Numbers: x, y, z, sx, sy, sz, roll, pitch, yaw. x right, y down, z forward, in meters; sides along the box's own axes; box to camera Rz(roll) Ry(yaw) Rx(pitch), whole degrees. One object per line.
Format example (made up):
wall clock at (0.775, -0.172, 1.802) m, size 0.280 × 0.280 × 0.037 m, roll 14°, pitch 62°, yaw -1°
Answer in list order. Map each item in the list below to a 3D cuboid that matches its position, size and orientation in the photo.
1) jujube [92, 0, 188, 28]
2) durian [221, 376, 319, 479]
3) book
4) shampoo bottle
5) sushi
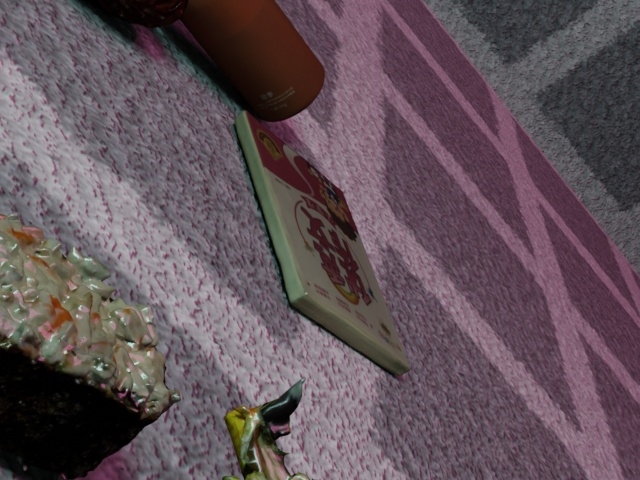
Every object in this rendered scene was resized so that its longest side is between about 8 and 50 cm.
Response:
jujube at (-0.166, -0.237, 0.937) m, size 0.166 × 0.104 × 0.104 m, roll 46°, pitch 19°, yaw -29°
durian at (-0.006, 0.191, 0.488) m, size 0.193 × 0.138 × 0.237 m, roll 6°, pitch 54°, yaw -63°
book at (0.000, 0.000, 1.044) m, size 0.162 × 0.022 × 0.232 m, roll 36°, pitch 24°, yaw -43°
shampoo bottle at (-0.085, -0.213, 1.065) m, size 0.244 × 0.085 × 0.085 m, roll 52°, pitch 15°, yaw -40°
sushi at (-0.135, 0.044, 0.526) m, size 0.150 × 0.078 × 0.090 m, roll 38°, pitch 23°, yaw -38°
